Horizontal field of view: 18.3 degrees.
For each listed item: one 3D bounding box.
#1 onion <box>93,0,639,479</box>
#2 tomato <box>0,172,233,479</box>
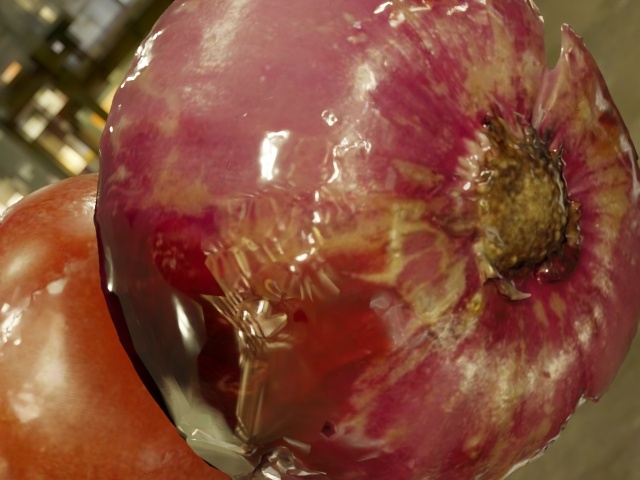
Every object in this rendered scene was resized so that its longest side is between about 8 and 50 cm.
[{"bbox_3d":[0.010,0.001,0.709,0.200,0.201,0.207,-55,-31,-45],"label":"onion"},{"bbox_3d":[-0.087,0.050,0.841,0.167,0.167,0.167,-49,6,7],"label":"tomato"}]
